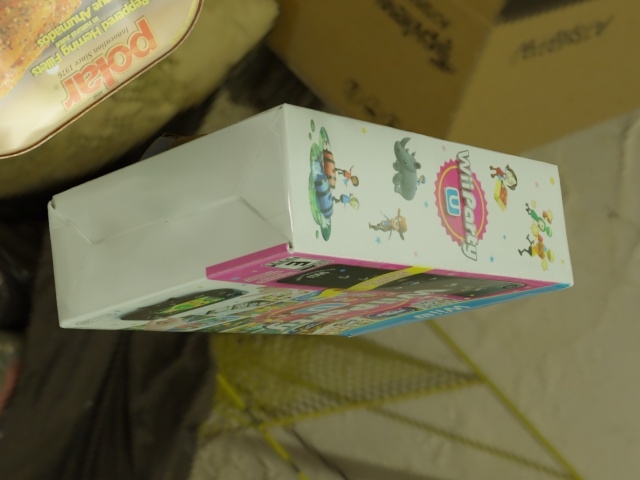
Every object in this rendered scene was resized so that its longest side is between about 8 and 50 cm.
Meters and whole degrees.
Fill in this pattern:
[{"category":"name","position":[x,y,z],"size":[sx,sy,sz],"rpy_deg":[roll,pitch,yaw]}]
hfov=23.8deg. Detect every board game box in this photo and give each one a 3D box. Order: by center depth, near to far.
[{"category":"board game box","position":[0.000,0.000,1.059],"size":[0.224,0.098,0.303],"rpy_deg":[-16,166,40]}]

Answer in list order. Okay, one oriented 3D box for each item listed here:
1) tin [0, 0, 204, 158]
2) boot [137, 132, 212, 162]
[{"category":"tin","position":[-0.151,-0.122,0.843],"size":[0.189,0.106,0.040],"rpy_deg":[-36,-166,-13]},{"category":"boot","position":[-0.152,-0.015,1.524],"size":[0.219,0.106,0.082],"rpy_deg":[-62,145,-20]}]
